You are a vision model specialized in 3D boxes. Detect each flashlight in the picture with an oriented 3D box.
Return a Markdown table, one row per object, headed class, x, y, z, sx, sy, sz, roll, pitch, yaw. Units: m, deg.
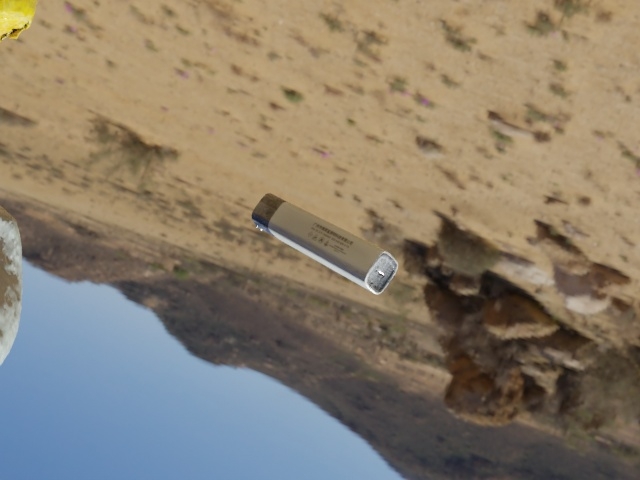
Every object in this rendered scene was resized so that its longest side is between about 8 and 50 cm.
| class | x | y | z | sx | sy | sz | roll | pitch | yaw |
| --- | --- | --- | --- | --- | --- | --- | --- | --- | --- |
| flashlight | 0.000 | 0.000 | 0.434 | 0.083 | 0.018 | 0.018 | 28 | 168 | 42 |

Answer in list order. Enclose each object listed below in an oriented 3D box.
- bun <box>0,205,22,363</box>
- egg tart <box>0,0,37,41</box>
| class | x | y | z | sx | sy | sz | roll | pitch | yaw |
| --- | --- | --- | --- | --- | --- | --- | --- | --- | --- |
| bun | -0.453 | 0.032 | 0.857 | 0.354 | 0.354 | 0.194 | 22 | 142 | -5 |
| egg tart | -0.202 | -0.131 | 0.498 | 0.130 | 0.052 | 0.130 | -16 | -175 | 1 |
